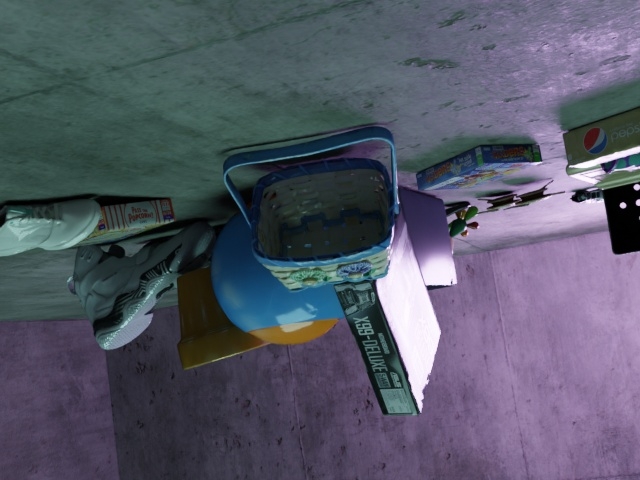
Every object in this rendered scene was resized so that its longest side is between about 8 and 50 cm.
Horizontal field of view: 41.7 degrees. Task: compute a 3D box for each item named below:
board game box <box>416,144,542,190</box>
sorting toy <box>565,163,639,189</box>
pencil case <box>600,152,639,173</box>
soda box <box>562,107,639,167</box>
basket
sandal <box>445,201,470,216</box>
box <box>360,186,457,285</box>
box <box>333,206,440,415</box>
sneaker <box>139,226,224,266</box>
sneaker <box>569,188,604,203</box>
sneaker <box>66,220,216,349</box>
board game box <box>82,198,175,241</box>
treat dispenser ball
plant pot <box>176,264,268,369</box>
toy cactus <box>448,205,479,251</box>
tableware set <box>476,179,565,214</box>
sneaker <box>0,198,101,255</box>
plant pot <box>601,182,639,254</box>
[{"bbox_3d":[0.289,-0.133,1.553,0.136,0.035,0.201,-4,172,-30],"label":"board game box"},{"bbox_3d":[0.685,-0.171,1.731,0.307,0.041,0.229,-13,167,32],"label":"sorting toy"},{"bbox_3d":[0.591,-0.162,1.561,0.151,0.064,0.070,-6,157,-19],"label":"pencil case"},{"bbox_3d":[0.493,-0.171,1.377,0.058,0.061,0.181,-2,170,-40],"label":"soda box"},{"bbox_3d":[0.006,-0.052,1.311,0.254,0.201,0.289,-10,138,8],"label":"basket"},{"bbox_3d":[0.287,-0.067,2.104,0.179,0.040,0.067,-24,176,9],"label":"sandal"},{"bbox_3d":[0.063,0.031,1.885,0.395,0.212,0.293,-11,172,25],"label":"box"},{"bbox_3d":[0.132,0.130,1.555,0.076,0.307,0.242,-7,-150,24],"label":"box"},{"bbox_3d":[-0.298,0.035,1.955,0.267,0.101,0.106,-10,175,19],"label":"sneaker"},{"bbox_3d":[0.691,-0.113,2.171,0.069,0.038,0.098,-4,171,-37],"label":"sneaker"},{"bbox_3d":[-0.404,0.049,1.833,0.366,0.210,0.137,-46,163,13],"label":"sneaker"},{"bbox_3d":[-0.378,-0.027,1.508,0.193,0.045,0.146,-14,178,41],"label":"board game box"},{"bbox_3d":[-0.065,0.053,1.601,0.288,0.288,0.288,-8,173,-1],"label":"treat dispenser ball"},{"bbox_3d":[-0.214,0.150,1.753,0.205,0.188,0.205,-17,175,-1],"label":"plant pot"},{"bbox_3d":[0.312,-0.005,2.150,0.219,0.112,0.180,-20,-150,15],"label":"toy cactus"},{"bbox_3d":[0.465,-0.104,1.991,0.128,0.039,0.194,-18,-176,-28],"label":"tableware set"},{"bbox_3d":[-0.468,-0.032,1.368,0.212,0.080,0.094,-15,147,6],"label":"sneaker"},{"bbox_3d":[0.771,-0.083,2.000,0.188,0.187,0.167,-10,-174,16],"label":"plant pot"}]
